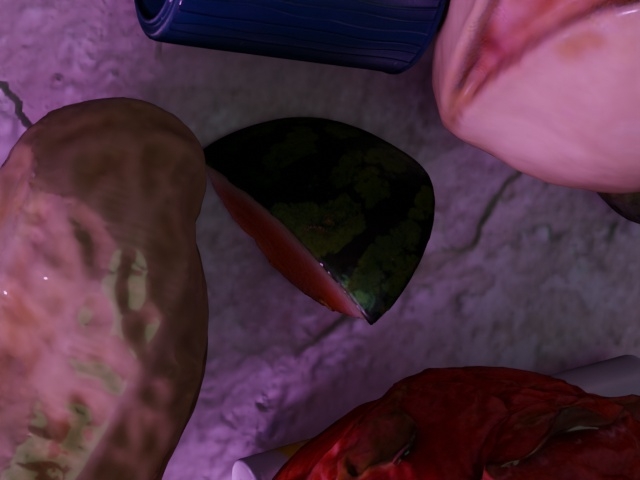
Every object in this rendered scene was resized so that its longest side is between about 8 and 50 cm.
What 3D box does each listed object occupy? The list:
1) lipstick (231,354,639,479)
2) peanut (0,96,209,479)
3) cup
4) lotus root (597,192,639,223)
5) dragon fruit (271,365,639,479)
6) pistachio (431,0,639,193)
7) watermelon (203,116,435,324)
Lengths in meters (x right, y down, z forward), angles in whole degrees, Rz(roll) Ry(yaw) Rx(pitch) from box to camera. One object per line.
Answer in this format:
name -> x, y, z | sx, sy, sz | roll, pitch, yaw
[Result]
lipstick -> 0.079, 0.123, 1.013 | 0.264, 0.059, 0.059 | -13, 106, -22
peanut -> -0.143, 0.083, 0.865 | 0.153, 0.140, 0.325 | 17, 93, -9
cup -> -0.022, -0.161, 0.891 | 0.138, 0.150, 0.113 | 4, 134, -23
lotus root -> 0.187, -0.044, 1.027 | 0.054, 0.049, 0.099 | -35, 115, 9
dragon fruit -> 0.082, 0.208, 0.856 | 0.277, 0.342, 0.277 | 15, 52, -19
pistachio -> 0.148, -0.122, 0.866 | 0.187, 0.299, 0.188 | 2, 74, -6
watermelon -> 0.000, 0.000, 0.938 | 0.125, 0.135, 0.094 | 3, 137, -27
